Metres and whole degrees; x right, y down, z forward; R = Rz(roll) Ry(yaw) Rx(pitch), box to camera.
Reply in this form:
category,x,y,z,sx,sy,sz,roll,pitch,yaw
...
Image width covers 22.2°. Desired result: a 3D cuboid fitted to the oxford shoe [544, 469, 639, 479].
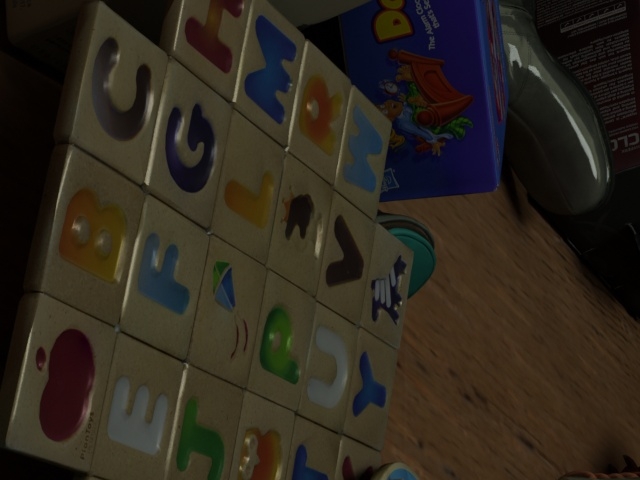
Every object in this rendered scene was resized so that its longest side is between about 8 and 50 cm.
category,x,y,z,sx,sy,sz,roll,pitch,yaw
oxford shoe,0.213,0.192,1.081,0.146,0.140,0.397,46,29,1

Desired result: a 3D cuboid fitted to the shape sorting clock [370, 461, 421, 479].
category,x,y,z,sx,sy,sz,roll,pitch,yaw
shape sorting clock,0.053,0.217,0.840,0.206,0.040,0.206,-6,90,-77

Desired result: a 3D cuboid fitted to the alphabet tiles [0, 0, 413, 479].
category,x,y,z,sx,sy,sz,roll,pitch,yaw
alphabet tiles,-0.032,0.039,0.740,0.342,0.011,0.285,36,61,-61

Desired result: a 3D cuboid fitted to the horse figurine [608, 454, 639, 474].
category,x,y,z,sx,sy,sz,roll,pitch,yaw
horse figurine,0.299,0.308,1.253,0.174,0.066,0.263,37,43,-49

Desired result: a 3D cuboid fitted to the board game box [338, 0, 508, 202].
category,x,y,z,sx,sy,sz,roll,pitch,yaw
board game box,0.052,-0.222,0.966,0.233,0.078,0.347,-67,149,-71

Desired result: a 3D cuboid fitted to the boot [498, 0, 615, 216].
category,x,y,z,sx,sy,sz,roll,pitch,yaw
boot,0.117,-0.118,1.193,0.161,0.083,0.247,-20,86,-55

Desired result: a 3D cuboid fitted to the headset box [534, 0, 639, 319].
category,x,y,z,sx,sy,sz,roll,pitch,yaw
headset box,0.271,-0.087,1.395,0.218,0.110,0.293,43,39,-43

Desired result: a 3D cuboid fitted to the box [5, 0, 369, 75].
category,x,y,z,sx,sy,sz,roll,pitch,yaw
box,-0.015,-0.167,0.754,0.094,0.275,0.113,30,48,-53

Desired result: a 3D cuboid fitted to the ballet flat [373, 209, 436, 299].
category,x,y,z,sx,sy,sz,roll,pitch,yaw
ballet flat,0.000,0.000,0.909,0.068,0.072,0.213,46,19,19
